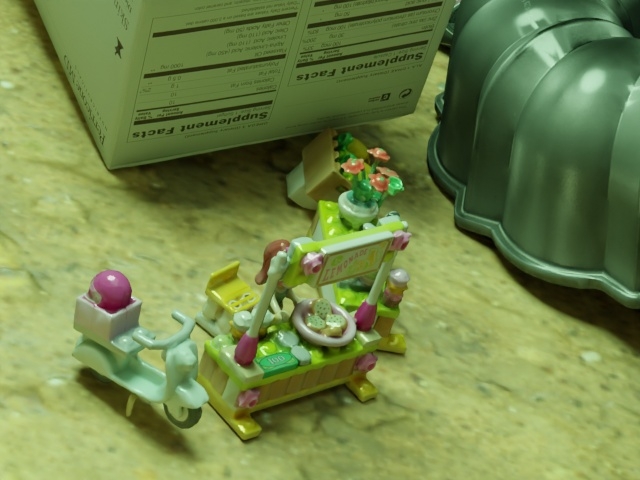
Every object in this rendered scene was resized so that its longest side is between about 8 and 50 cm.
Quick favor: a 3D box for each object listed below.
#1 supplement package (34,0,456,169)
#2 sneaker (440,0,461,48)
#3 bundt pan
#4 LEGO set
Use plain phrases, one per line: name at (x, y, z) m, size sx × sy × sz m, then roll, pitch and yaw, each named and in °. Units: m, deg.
supplement package at (-0.067, -0.199, 1.157) m, size 0.204 × 0.145 × 0.262 m, roll -12°, pitch 56°, yaw -23°
sneaker at (0.125, -0.196, 1.375) m, size 0.077 × 0.072 × 0.178 m, roll 23°, pitch 45°, yaw 18°
bundt pan at (0.226, -0.108, 1.181) m, size 0.331 × 0.124 × 0.331 m, roll -4°, pitch 39°, yaw 3°
LEGO set at (0.000, 0.000, 1.020) m, size 0.132 × 0.107 × 0.287 m, roll 30°, pitch 35°, yaw 13°
